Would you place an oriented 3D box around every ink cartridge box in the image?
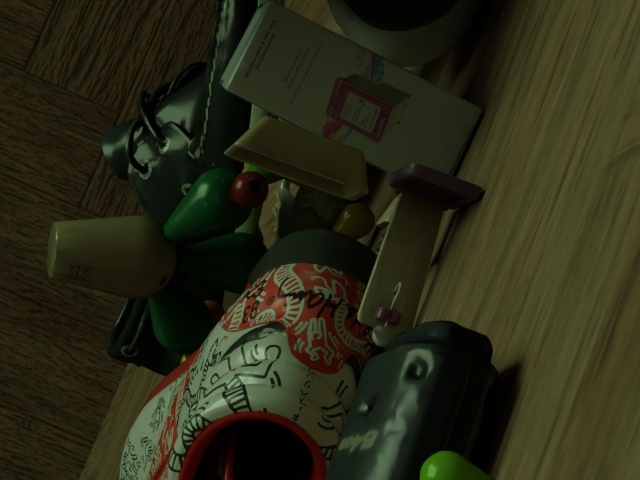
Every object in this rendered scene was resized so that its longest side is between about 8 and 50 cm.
[{"bbox_3d":[0.014,-0.074,0.898,0.052,0.122,0.088,-62,8,4],"label":"ink cartridge box"}]

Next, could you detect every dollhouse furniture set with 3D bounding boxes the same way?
[{"bbox_3d":[0.000,0.000,0.813,0.091,0.114,0.081,156,133,-75],"label":"dollhouse furniture set"}]

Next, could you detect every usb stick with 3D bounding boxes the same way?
[{"bbox_3d":[-0.002,0.159,0.588,0.077,0.045,0.278,131,161,-69],"label":"usb stick"}]

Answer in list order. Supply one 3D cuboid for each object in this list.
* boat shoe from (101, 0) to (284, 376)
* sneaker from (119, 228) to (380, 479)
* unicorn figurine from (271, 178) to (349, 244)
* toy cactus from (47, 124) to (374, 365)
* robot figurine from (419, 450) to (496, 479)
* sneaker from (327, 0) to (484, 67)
[{"bbox_3d":[-0.089,-0.044,1.152,0.127,0.113,0.340,-82,0,-51],"label":"boat shoe"},{"bbox_3d":[-0.055,0.126,0.889,0.270,0.090,0.145,-57,9,39],"label":"sneaker"},{"bbox_3d":[-0.002,-0.037,1.178,0.162,0.060,0.111,100,178,-55],"label":"unicorn figurine"},{"bbox_3d":[-0.072,0.023,1.044,0.219,0.180,0.112,115,154,-49],"label":"toy cactus"},{"bbox_3d":[0.024,0.110,0.471,0.101,0.067,0.115,-57,6,-7],"label":"robot figurine"},{"bbox_3d":[0.060,-0.170,1.092,0.290,0.106,0.123,-90,-11,-53],"label":"sneaker"}]
